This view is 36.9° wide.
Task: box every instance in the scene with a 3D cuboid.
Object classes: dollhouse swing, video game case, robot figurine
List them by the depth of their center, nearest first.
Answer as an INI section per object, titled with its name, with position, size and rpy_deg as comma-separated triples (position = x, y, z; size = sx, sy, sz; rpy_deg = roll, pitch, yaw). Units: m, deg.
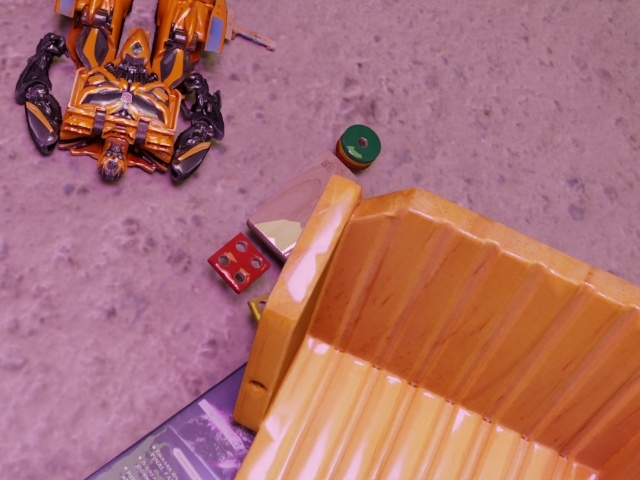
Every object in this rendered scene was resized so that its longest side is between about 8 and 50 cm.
[dollhouse swing]
position = 0.080, 0.198, 0.746
size = 0.346, 0.315, 0.305
rpy_deg = 26, 52, 5
[video game case]
position = -0.087, 0.245, 0.864
size = 0.274, 0.026, 0.196
rpy_deg = -34, 83, -33
[robot figurine]
position = -0.192, -0.197, 0.987
size = 0.211, 0.085, 0.291
rpy_deg = 11, 63, -13

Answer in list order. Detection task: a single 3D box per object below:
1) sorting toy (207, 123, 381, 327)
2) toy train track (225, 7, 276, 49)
[sorting toy]
position = 0.000, 0.000, 1.002
size = 0.132, 0.046, 0.274
rpy_deg = 45, 57, 1
[toy train track]
position = -0.090, -0.236, 1.094
size = 0.083, 0.014, 0.048
rpy_deg = 21, 53, -20
